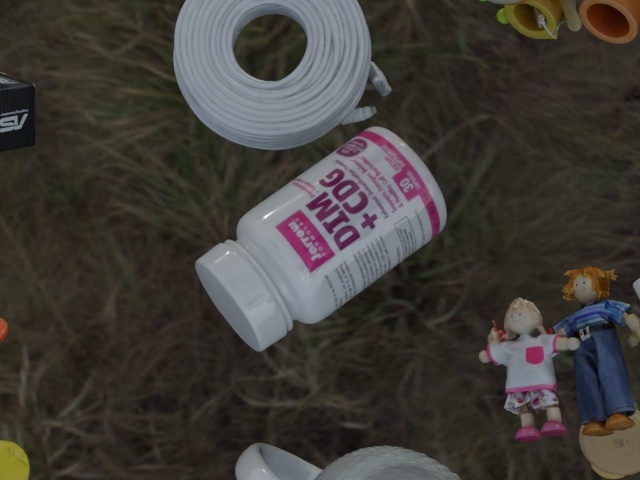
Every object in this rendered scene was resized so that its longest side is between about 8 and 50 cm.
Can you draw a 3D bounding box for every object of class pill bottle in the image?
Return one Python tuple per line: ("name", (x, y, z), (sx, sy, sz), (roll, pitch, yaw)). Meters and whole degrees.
("pill bottle", (0.000, 0.000, 1.557), (0.283, 0.160, 0.160), (-36, 73, -15))

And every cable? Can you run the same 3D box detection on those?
("cable", (-0.063, -0.244, 1.657), (0.257, 0.089, 0.257), (-24, 85, -1))

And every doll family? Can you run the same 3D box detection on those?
("doll family", (0.286, 0.095, 1.213), (0.263, 0.118, 0.163), (-19, 65, 37))

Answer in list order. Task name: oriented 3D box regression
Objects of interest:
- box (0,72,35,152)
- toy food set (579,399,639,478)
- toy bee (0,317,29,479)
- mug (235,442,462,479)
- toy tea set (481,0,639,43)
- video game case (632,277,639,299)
("box", (-0.419, -0.125, 1.138), (0.270, 0.216, 0.060), (20, 117, 37))
("toy food set", (0.311, 0.207, 1.332), (0.083, 0.020, 0.083), (-25, 97, 23))
("toy bee", (-0.325, 0.122, 1.042), (0.162, 0.195, 0.298), (-45, 52, -4))
("mug", (0.052, 0.378, 1.637), (0.374, 0.328, 0.276), (34, 95, -10))
("toy tea set", (0.301, -0.274, 1.431), (0.336, 0.200, 0.124), (11, 57, 44))
("video game case", (0.466, 0.162, 1.486), (0.026, 0.227, 0.206), (-41, 38, 22))
